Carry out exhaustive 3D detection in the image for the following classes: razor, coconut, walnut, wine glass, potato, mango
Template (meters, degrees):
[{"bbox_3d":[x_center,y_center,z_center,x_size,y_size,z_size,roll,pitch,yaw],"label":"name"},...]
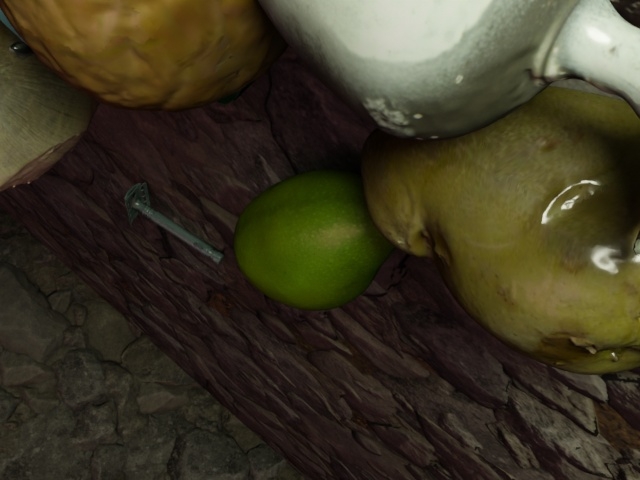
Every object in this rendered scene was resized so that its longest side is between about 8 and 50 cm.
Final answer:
[{"bbox_3d":[-0.299,-0.022,1.535,0.232,0.068,0.106,32,156,6],"label":"razor"},{"bbox_3d":[-0.493,-0.252,1.018,0.404,0.404,0.405,34,154,19],"label":"coconut"},{"bbox_3d":[-0.136,-0.271,0.584,0.332,0.333,0.333,34,154,19],"label":"walnut"},{"bbox_3d":[0.123,-0.156,0.465,0.323,0.238,0.238,36,155,20],"label":"wine glass"},{"bbox_3d":[0.178,-0.024,0.627,0.351,0.202,0.218,39,145,28],"label":"potato"},{"bbox_3d":[0.000,0.000,0.985,0.192,0.156,0.343,47,154,-12],"label":"mango"}]

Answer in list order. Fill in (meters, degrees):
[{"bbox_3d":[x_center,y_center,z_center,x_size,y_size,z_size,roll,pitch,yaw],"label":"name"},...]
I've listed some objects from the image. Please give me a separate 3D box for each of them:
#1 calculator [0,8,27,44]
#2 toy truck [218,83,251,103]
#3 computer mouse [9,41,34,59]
[{"bbox_3d":[-0.267,-0.343,0.708,0.054,0.256,0.386,0,133,43],"label":"calculator"},{"bbox_3d":[-0.109,-0.223,0.895,0.079,0.065,0.147,42,155,-7],"label":"toy truck"},{"bbox_3d":[-0.282,-0.229,0.881,0.167,0.090,0.379,51,-163,-8],"label":"computer mouse"}]
